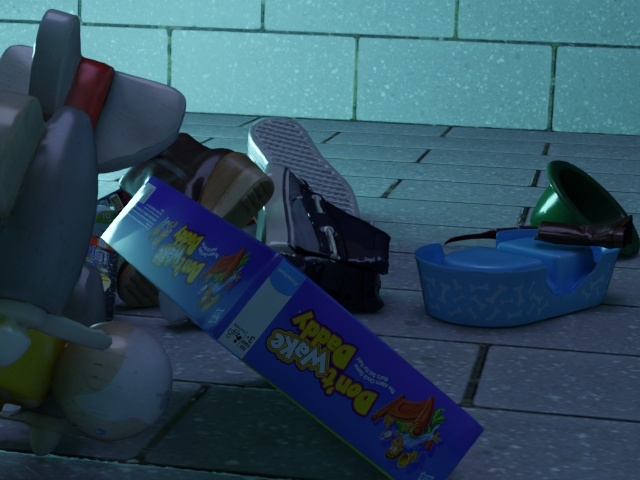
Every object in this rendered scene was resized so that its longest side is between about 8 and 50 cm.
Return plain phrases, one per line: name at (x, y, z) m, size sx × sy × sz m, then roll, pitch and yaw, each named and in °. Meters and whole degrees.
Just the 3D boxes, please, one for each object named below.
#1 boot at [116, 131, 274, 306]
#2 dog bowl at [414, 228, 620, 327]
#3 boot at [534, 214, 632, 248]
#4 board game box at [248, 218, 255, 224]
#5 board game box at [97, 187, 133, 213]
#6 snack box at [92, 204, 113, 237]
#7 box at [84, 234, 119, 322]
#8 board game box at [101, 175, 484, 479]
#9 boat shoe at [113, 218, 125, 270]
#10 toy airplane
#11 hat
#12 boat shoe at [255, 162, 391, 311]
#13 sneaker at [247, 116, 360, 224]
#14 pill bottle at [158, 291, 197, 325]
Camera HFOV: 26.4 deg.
boot at (-0.194, -0.030, 1.696) m, size 0.248 × 0.090 × 0.207 m, roll -41°, pitch 40°, yaw -21°
dog bowl at (0.242, 0.044, 1.662) m, size 0.297 × 0.074 × 0.166 m, roll -10°, pitch 16°, yaw -43°
boot at (0.327, -0.013, 1.691) m, size 0.114 × 0.037 × 0.106 m, roll 2°, pitch 8°, yaw 22°
board game box at (-0.139, -0.066, 2.208) m, size 0.146 × 0.045 × 0.193 m, roll 9°, pitch 14°, yaw 30°
board game box at (-0.288, -0.071, 2.164) m, size 0.168 × 0.033 × 0.133 m, roll -27°, pitch -3°, yaw 5°
snack box at (-0.328, 0.010, 1.680) m, size 0.141 × 0.100 × 0.037 m, roll -4°, pitch 13°, yaw -24°
box at (-0.306, 0.040, 1.499) m, size 0.159 × 0.044 × 0.233 m, roll 15°, pitch 18°, yaw -12°
board game box at (-0.038, 0.072, 1.157) m, size 0.233 × 0.078 × 0.347 m, roll 41°, pitch -5°, yaw -24°
boat shoe at (-0.265, 0.002, 1.794) m, size 0.065 × 0.075 × 0.206 m, roll -14°, pitch 14°, yaw -43°
toy airplane at (-0.212, 0.031, 1.005) m, size 0.272 × 0.384 × 0.386 m, roll 35°, pitch 23°, yaw 6°
hat at (0.337, -0.003, 2.025) m, size 0.208 × 0.183 × 0.173 m, roll 45°, pitch 28°, yaw 4°
boat shoe at (0.000, 0.000, 1.729) m, size 0.158 × 0.127 × 0.340 m, roll 6°, pitch 24°, yaw -6°
sneaker at (-0.026, -0.046, 1.987) m, size 0.126 × 0.127 × 0.321 m, roll -7°, pitch 38°, yaw -14°
pill bottle at (-0.121, 0.062, 1.543) m, size 0.116 × 0.065 × 0.065 m, roll -7°, pitch 14°, yaw -32°
